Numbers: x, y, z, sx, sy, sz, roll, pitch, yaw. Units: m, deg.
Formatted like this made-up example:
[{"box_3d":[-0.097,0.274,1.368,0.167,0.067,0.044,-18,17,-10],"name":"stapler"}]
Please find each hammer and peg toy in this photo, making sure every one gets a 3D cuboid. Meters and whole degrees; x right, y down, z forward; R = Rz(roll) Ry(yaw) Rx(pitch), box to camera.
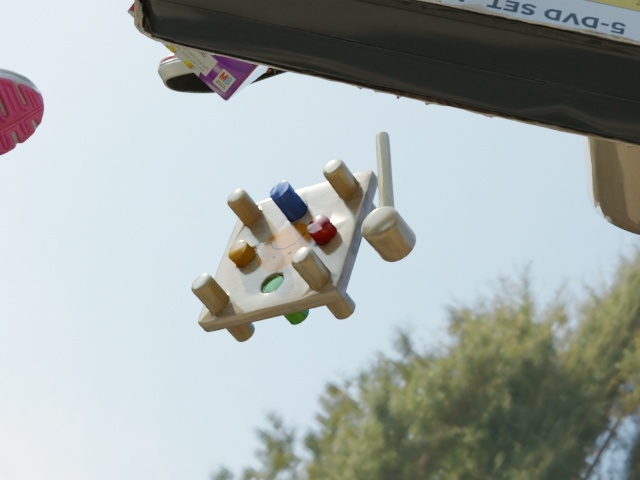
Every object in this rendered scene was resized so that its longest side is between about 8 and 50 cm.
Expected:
[{"box_3d":[0.000,0.000,1.850,0.361,0.266,0.127,-16,-51,31],"name":"hammer and peg toy"}]

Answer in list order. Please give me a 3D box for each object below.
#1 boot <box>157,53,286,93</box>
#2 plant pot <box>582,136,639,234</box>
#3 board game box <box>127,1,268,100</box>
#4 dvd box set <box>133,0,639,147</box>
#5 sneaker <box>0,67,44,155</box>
[{"box_3d":[-0.114,-0.306,1.728,0.088,0.244,0.176,68,7,-77],"name":"boot"},{"box_3d":[0.387,-0.185,1.362,0.256,0.256,0.274,13,-42,40],"name":"plant pot"},{"box_3d":[-0.047,-0.303,1.305,0.144,0.142,0.275,42,-64,-3],"name":"board game box"},{"box_3d":[0.116,-0.231,0.691,0.308,0.420,0.062,14,-39,11],"name":"dvd box set"},{"box_3d":[-0.408,-0.145,1.283,0.252,0.111,0.103,-2,-56,-7],"name":"sneaker"}]
